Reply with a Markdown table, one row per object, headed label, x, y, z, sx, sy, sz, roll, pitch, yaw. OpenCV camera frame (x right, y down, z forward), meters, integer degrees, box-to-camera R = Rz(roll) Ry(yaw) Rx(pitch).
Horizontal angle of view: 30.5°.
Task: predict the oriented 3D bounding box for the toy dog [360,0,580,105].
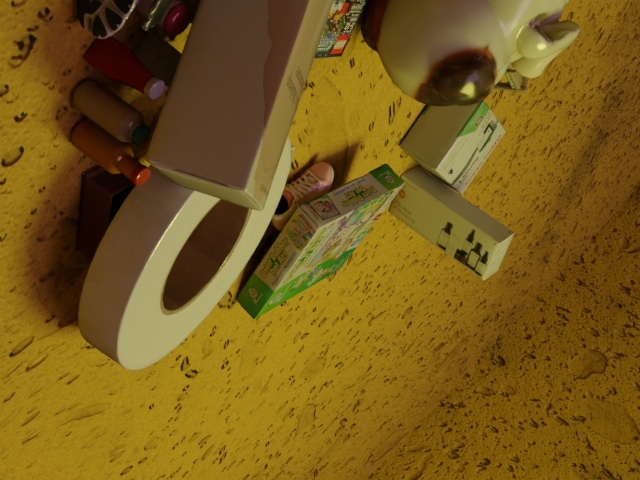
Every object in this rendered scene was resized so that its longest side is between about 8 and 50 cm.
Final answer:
| label | x | y | z | sx | sy | sz | roll | pitch | yaw |
| --- | --- | --- | --- | --- | --- | --- | --- | --- | --- |
| toy dog | 0.260 | -0.371 | 1.727 | 0.408 | 0.284 | 0.395 | -50 | 165 | 2 |

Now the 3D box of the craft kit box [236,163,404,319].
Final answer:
| label | x | y | z | sx | sy | sz | roll | pitch | yaw |
| --- | --- | --- | --- | --- | --- | --- | --- | --- | --- |
| craft kit box | 0.000 | 0.000 | 1.973 | 0.246 | 0.061 | 0.250 | -25 | 158 | -45 |

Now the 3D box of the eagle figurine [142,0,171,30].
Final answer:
| label | x | y | z | sx | sy | sz | roll | pitch | yaw |
| --- | --- | --- | --- | --- | --- | --- | --- | --- | --- |
| eagle figurine | -0.099 | -0.374 | 1.119 | 0.298 | 0.226 | 0.225 | -31 | -179 | -7 |

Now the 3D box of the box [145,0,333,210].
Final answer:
| label | x | y | z | sx | sy | sz | roll | pitch | yaw |
| --- | --- | --- | --- | --- | --- | --- | --- | --- | --- |
| box | -0.082 | -0.204 | 1.340 | 0.148 | 0.121 | 0.311 | 48 | 59 | -81 |

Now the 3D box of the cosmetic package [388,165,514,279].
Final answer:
| label | x | y | z | sx | sy | sz | roll | pitch | yaw |
| --- | --- | --- | --- | --- | --- | --- | --- | --- | --- |
| cosmetic package | 0.247 | -0.035 | 2.245 | 0.060 | 0.239 | 0.099 | -28 | 146 | -45 |

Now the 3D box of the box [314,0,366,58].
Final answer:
| label | x | y | z | sx | sy | sz | roll | pitch | yaw |
| --- | --- | --- | --- | --- | --- | --- | --- | --- | --- |
| box | -0.016 | -0.319 | 1.558 | 0.233 | 0.044 | 0.159 | -18 | 138 | -56 |

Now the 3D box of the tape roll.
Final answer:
| label | x | y | z | sx | sy | sz | roll | pitch | yaw |
| --- | --- | --- | --- | --- | --- | --- | --- | --- | --- |
| tape roll | -0.175 | -0.005 | 1.583 | 0.392 | 0.072 | 0.392 | -54 | 166 | -19 |

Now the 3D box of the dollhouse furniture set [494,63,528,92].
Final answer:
| label | x | y | z | sx | sy | sz | roll | pitch | yaw |
| --- | --- | --- | --- | --- | --- | --- | --- | --- | --- |
| dollhouse furniture set | 0.328 | -0.381 | 2.154 | 0.182 | 0.101 | 0.161 | 35 | 67 | -68 |

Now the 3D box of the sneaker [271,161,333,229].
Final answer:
| label | x | y | z | sx | sy | sz | roll | pitch | yaw |
| --- | --- | --- | --- | --- | --- | --- | --- | --- | --- |
| sneaker | -0.031 | -0.077 | 1.870 | 0.134 | 0.051 | 0.070 | -48 | 163 | -5 |

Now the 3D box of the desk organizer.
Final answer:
| label | x | y | z | sx | sy | sz | roll | pitch | yaw |
| --- | --- | --- | --- | --- | --- | --- | --- | --- | --- |
| desk organizer | -0.267 | -0.030 | 1.461 | 0.047 | 0.050 | 0.130 | -34 | 150 | -41 |

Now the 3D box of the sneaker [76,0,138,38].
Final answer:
| label | x | y | z | sx | sy | sz | roll | pitch | yaw |
| --- | --- | --- | --- | --- | --- | --- | --- | --- | --- |
| sneaker | -0.191 | -0.285 | 1.227 | 0.170 | 0.068 | 0.071 | -58 | 164 | 9 |

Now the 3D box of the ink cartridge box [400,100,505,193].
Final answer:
| label | x | y | z | sx | sy | sz | roll | pitch | yaw |
| --- | --- | --- | --- | --- | --- | --- | --- | --- | --- |
| ink cartridge box | 0.256 | -0.194 | 2.227 | 0.160 | 0.092 | 0.219 | -55 | 158 | 4 |

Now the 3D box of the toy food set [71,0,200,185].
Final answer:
| label | x | y | z | sx | sy | sz | roll | pitch | yaw |
| --- | --- | --- | --- | --- | --- | --- | --- | --- | --- |
| toy food set | -0.188 | -0.185 | 1.321 | 0.232 | 0.104 | 0.111 | -53 | 158 | -4 |
